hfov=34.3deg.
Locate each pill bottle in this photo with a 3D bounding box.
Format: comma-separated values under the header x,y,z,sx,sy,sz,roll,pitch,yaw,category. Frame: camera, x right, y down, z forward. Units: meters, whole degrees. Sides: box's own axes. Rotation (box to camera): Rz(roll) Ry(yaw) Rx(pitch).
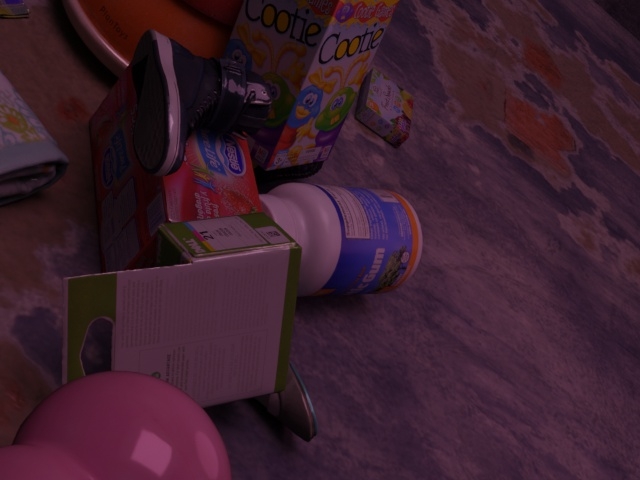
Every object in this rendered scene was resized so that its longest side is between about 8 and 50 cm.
x,y,z,sx,sy,sz,roll,pitch,yaw,category
0.000,0.000,1.398,0.272,0.152,0.152,0,54,-47,pill bottle

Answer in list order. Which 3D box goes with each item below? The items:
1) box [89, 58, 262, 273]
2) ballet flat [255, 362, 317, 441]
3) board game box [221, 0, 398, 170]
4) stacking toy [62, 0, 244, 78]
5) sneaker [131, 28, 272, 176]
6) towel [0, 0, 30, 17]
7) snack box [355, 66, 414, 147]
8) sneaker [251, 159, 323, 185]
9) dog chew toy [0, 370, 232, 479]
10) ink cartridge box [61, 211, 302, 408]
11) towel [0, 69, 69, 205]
x,y,z,sx,sy,sz,roll,pitch,yaw,category
-0.182,-0.073,1.279,0.142,0.154,0.300,19,41,-35,box
-0.068,0.154,1.255,0.068,0.072,0.213,-9,57,-20,ballet flat
-0.028,-0.253,1.411,0.142,0.275,0.144,39,32,25,board game box
-0.110,-0.437,1.442,0.351,0.480,0.350,29,38,-25,stacking toy
-0.129,-0.141,1.190,0.163,0.086,0.226,21,39,-29,sneaker
-0.435,-0.335,1.406,0.083,0.009,0.060,54,33,12,towel
0.118,-0.243,1.886,0.100,0.037,0.141,33,35,-16,snack box
-0.093,-0.127,1.524,0.209,0.069,0.082,-7,29,-42,sneaker
-0.227,0.247,0.862,0.206,0.206,0.332,51,42,8,dog chew toy
-0.160,0.082,1.100,0.255,0.188,0.097,-7,28,-28,ink cartridge box
-0.488,-0.157,1.090,0.320,0.090,0.374,53,34,10,towel
